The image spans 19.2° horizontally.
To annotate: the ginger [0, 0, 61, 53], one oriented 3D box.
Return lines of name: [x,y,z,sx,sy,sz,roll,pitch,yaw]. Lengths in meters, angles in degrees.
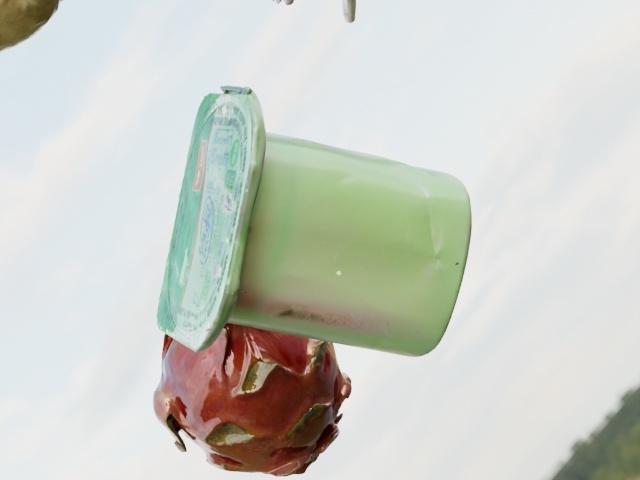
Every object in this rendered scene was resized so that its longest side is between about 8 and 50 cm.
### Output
ginger: [-0.252,-0.219,1.559,0.123,0.115,0.193,-27,19,1]

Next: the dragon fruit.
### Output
dragon fruit: [-0.051,0.090,1.282,0.133,0.136,0.166,-20,-43,-5]

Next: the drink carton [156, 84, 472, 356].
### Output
drink carton: [0.000,0.000,1.065,0.144,0.142,0.146,-164,87,-73]

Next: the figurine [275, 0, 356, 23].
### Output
figurine: [0.065,-0.336,1.494,0.206,0.315,0.284,-6,3,-8]
